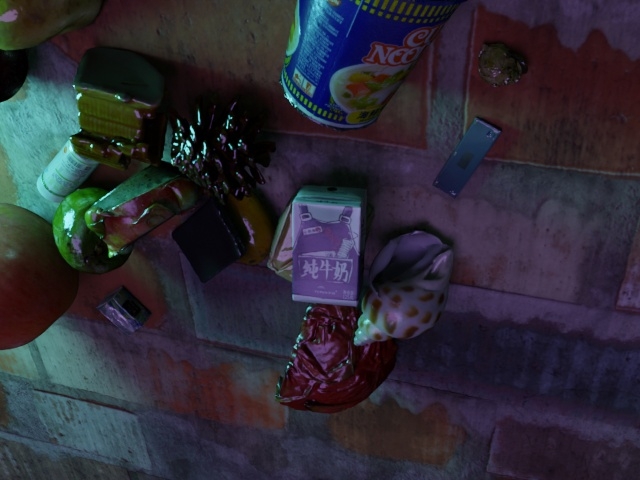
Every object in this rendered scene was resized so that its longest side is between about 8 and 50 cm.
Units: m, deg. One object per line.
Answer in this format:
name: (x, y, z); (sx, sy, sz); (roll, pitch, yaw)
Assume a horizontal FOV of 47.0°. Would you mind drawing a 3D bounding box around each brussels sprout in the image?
brussels sprout: (0.312, -0.296, 1.258); (0.085, 0.058, 0.085); (1, 133, 1)

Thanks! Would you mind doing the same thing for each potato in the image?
potato: (-0.579, -0.463, 1.375); (0.286, 0.242, 0.242); (30, 131, -7)

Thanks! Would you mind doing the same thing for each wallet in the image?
wallet: (-0.251, 0.004, 1.639); (0.146, 0.030, 0.285); (62, 148, 2)

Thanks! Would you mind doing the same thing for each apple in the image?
apple: (-0.783, 0.096, 1.799); (0.364, 0.363, 0.363); (11, 129, 13)

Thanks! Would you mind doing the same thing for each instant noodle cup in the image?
instant noodle cup: (0.066, -0.354, 1.190); (0.284, 0.284, 0.312); (28, 139, -1)

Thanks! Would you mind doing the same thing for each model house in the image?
model house: (-0.404, -0.243, 1.483); (0.200, 0.219, 0.229); (13, 130, -2)

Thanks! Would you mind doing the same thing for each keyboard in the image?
keyboard: (0.278, -0.156, 1.405); (0.055, 0.014, 0.176); (28, 131, 0)

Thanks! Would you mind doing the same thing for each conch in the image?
conch: (0.169, 0.115, 1.539); (0.183, 0.275, 0.148); (44, 172, 16)

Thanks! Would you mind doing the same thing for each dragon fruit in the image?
dragon fruit: (0.002, 0.233, 1.677); (0.240, 0.302, 0.330); (37, 151, 37)
dragon fruit: (-0.371, -0.072, 1.568); (0.295, 0.268, 0.130); (-31, 99, 28)

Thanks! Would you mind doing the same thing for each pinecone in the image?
pinecone: (-0.191, -0.186, 1.453); (0.201, 0.202, 0.228); (-27, 93, 10)

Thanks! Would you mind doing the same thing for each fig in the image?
fig: (-0.554, -0.038, 1.721); (0.235, 0.203, 0.203); (19, 134, 36)

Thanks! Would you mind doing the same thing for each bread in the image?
bread: (0.001, -0.002, 1.555); (0.192, 0.109, 0.209); (18, 118, 2)

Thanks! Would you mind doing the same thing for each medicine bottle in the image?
medicine bottle: (-0.571, -0.166, 1.681); (0.086, 0.086, 0.183); (44, 129, -14)

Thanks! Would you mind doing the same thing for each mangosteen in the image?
mangosteen: (-0.706, -0.380, 1.498); (0.216, 0.216, 0.216); (11, 129, 13)

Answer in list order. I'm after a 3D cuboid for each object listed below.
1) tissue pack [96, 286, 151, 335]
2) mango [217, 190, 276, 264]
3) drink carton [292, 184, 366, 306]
tissue pack: (-0.526, 0.194, 1.947); (0.085, 0.079, 0.111); (-28, 112, 35)
mango: (-0.170, -0.038, 1.616); (0.137, 0.098, 0.195); (-8, 116, 42)
drink carton: (0.018, 0.008, 1.441); (0.134, 0.102, 0.222); (6, 116, 9)
